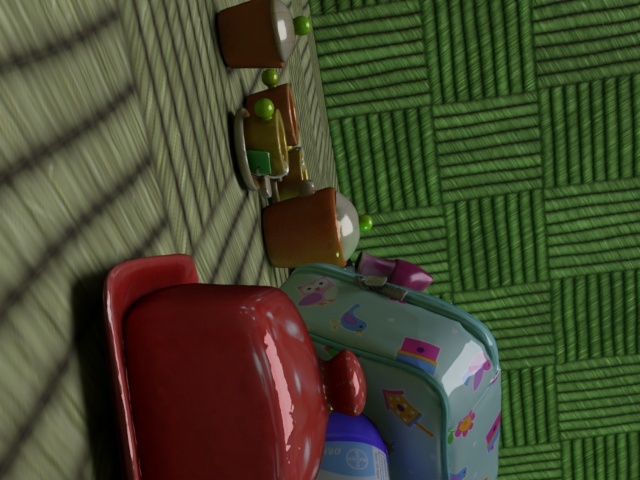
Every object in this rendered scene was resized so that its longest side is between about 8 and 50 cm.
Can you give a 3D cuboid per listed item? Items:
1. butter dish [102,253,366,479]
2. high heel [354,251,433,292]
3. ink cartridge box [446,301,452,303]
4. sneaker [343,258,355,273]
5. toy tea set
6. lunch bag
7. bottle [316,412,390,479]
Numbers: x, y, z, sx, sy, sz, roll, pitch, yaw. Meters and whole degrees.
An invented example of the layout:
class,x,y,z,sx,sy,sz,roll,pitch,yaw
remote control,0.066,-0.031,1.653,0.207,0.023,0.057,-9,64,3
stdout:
class,x,y,z,sx,sy,sz,roll,pitch,yaw
butter dish,-0.035,0.082,0.409,0.160,0.118,0.159,-5,88,-85
high heel,0.077,0.138,1.176,0.082,0.117,0.244,-96,-156,-77
ink cartridge box,0.075,0.128,1.055,0.109,0.209,0.062,48,34,-81
sneaker,0.000,0.000,1.145,0.227,0.087,0.130,-84,164,-82
toy tea set,-0.018,-0.108,0.863,0.336,0.124,0.200,75,8,-54
lunch bag,0.046,0.153,0.713,0.108,0.224,0.279,-42,136,-37
bottle,-0.001,0.254,0.529,0.283,0.118,0.092,-92,173,-45
